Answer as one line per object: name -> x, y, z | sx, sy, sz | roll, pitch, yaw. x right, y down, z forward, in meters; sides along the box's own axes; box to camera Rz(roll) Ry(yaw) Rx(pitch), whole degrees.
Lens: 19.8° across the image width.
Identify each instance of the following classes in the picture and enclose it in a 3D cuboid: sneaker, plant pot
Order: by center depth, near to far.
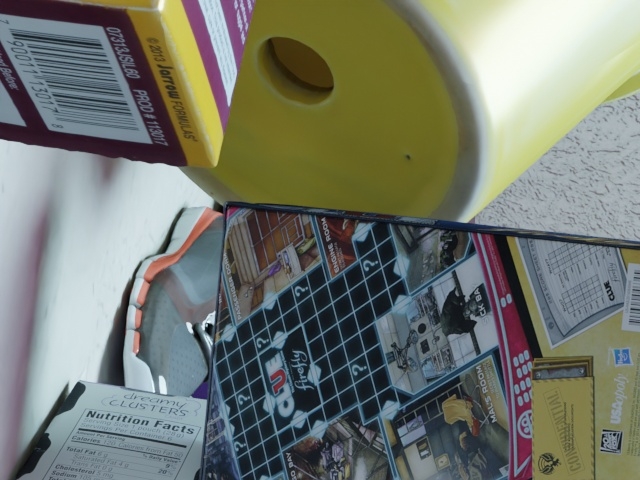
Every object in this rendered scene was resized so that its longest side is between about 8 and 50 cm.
plant pot -> 0.043, -0.130, 0.757 | 0.239, 0.254, 0.254 | -54, 155, -39
sneaker -> -0.047, 0.032, 0.836 | 0.158, 0.065, 0.061 | -70, 165, -56

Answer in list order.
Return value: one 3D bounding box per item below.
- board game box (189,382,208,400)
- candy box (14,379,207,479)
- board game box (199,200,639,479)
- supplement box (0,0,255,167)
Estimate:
board game box -> -0.063, 0.239, 1.013 | 0.347, 0.056, 0.208 | 84, 20, -59
candy box -> -0.089, 0.172, 0.679 | 0.196, 0.070, 0.164 | -65, 161, -61
board game box -> 0.037, 0.114, 0.663 | 0.042, 0.165, 0.243 | -16, 112, -79
supplement box -> -0.057, -0.131, 0.557 | 0.104, 0.081, 0.188 | 77, 23, -67
